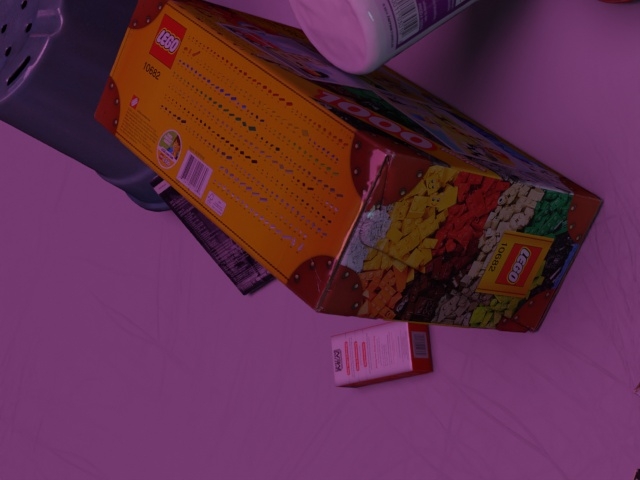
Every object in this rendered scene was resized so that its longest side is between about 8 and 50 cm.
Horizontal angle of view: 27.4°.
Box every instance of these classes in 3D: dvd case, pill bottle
[{"bbox_3d":[-0.126,-0.038,1.898,0.164,0.018,0.221,-32,102,39],"label":"dvd case"},{"bbox_3d":[0.120,-0.341,1.575,0.169,0.301,0.169,44,157,24],"label":"pill bottle"}]

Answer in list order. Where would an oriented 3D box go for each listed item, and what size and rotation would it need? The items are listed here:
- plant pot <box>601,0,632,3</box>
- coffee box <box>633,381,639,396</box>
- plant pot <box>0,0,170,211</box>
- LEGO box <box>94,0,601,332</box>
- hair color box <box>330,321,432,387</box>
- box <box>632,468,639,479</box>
[{"bbox_3d":[0.312,-0.361,1.470,0.191,0.174,0.191,-9,77,45],"label":"plant pot"},{"bbox_3d":[0.450,0.184,1.275,0.246,0.141,0.098,44,116,40],"label":"coffee box"},{"bbox_3d":[-0.326,-0.256,1.961,0.341,0.334,0.341,-23,57,39],"label":"plant pot"},{"bbox_3d":[0.021,-0.100,1.594,0.500,0.372,0.193,39,111,41],"label":"LEGO box"},{"bbox_3d":[0.079,0.149,1.734,0.141,0.043,0.072,-17,73,43],"label":"hair color box"},{"bbox_3d":[0.426,0.299,1.323,0.232,0.087,0.058,23,101,46],"label":"box"}]
